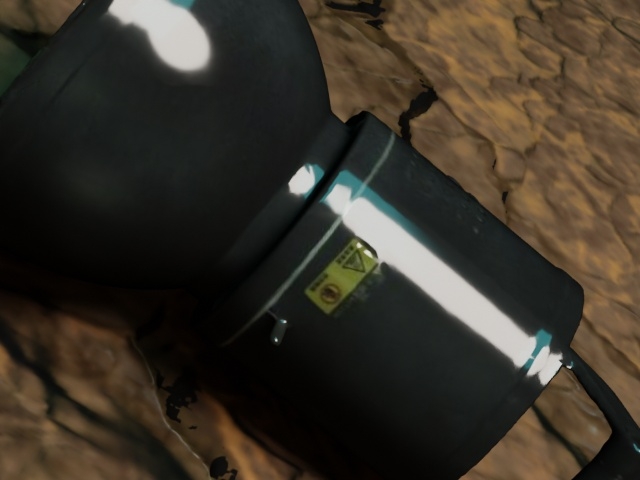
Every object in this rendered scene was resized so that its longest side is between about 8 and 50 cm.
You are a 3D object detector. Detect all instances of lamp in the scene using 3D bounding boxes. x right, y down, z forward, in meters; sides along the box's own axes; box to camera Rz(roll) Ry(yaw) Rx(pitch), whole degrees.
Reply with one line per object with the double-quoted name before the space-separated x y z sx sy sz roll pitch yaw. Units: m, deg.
"lamp" 0.000 0.000 0.537 0.227 0.147 0.172 40 15 -10
